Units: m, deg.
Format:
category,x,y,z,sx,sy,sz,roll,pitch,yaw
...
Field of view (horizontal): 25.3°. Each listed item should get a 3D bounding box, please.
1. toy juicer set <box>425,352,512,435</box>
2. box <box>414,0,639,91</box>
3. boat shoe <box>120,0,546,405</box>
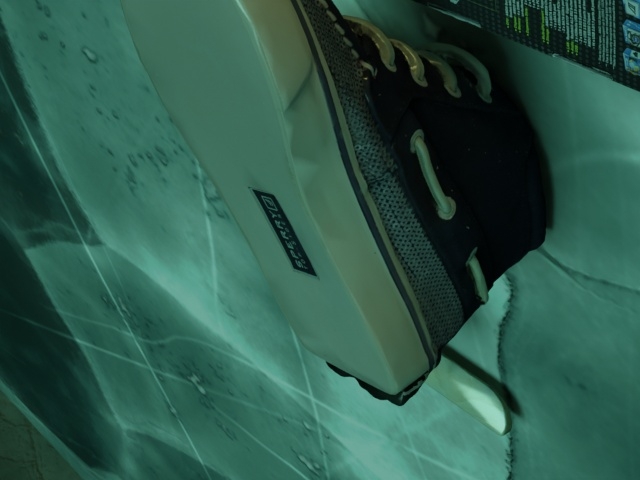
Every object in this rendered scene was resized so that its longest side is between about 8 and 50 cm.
category,x,y,z,sx,sy,sz,roll,pitch,yaw
toy juicer set,0.000,0.000,0.990,0.209,0.089,0.329,19,139,47
box,0.095,-0.208,0.616,0.216,0.060,0.270,30,146,38
boat shoe,0.018,-0.079,0.775,0.127,0.158,0.340,24,148,43
